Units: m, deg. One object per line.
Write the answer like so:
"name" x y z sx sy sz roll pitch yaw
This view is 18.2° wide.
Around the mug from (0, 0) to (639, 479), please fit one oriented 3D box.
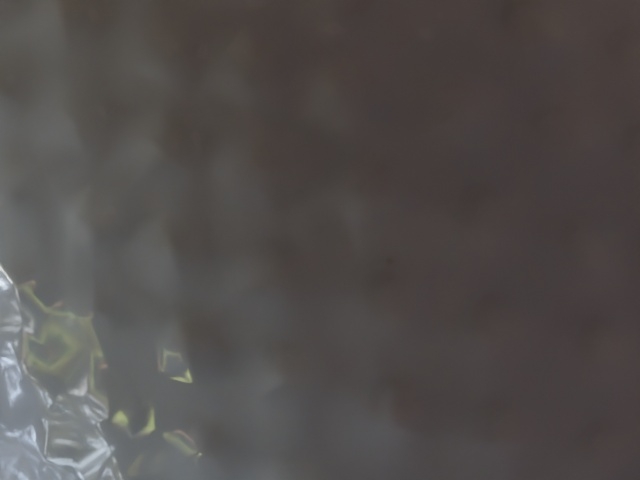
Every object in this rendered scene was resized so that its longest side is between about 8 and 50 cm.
"mug" 0.000 0.000 0.568 0.328 0.374 0.276 49 -117 -5
